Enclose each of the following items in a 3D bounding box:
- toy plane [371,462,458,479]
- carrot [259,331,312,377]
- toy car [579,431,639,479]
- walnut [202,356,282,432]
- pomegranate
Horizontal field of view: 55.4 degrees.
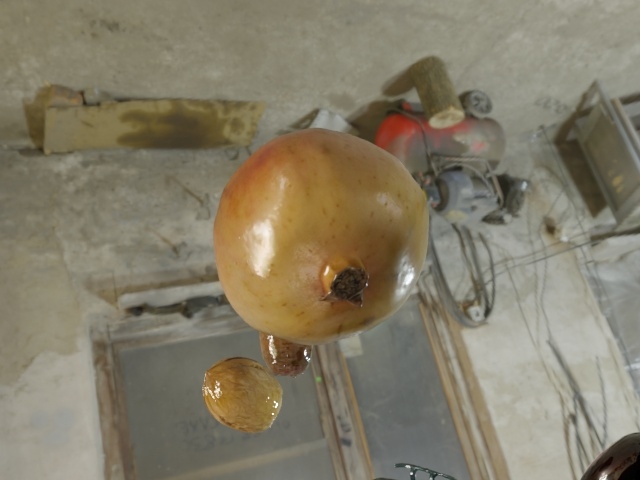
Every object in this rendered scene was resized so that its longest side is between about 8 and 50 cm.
[{"bbox_3d":[0.101,0.256,0.537,0.235,0.060,0.096,-2,-172,45],"label":"toy plane"},{"bbox_3d":[-0.039,0.058,0.678,0.060,0.185,0.060,-2,168,0],"label":"carrot"},{"bbox_3d":[0.350,0.177,0.383,0.341,0.271,0.240,-31,144,-19],"label":"toy car"},{"bbox_3d":[-0.155,0.304,1.210,0.144,0.144,0.180,-28,122,31],"label":"walnut"},{"bbox_3d":[0.001,0.000,0.527,0.192,0.191,0.191,-13,160,-5],"label":"pomegranate"}]
